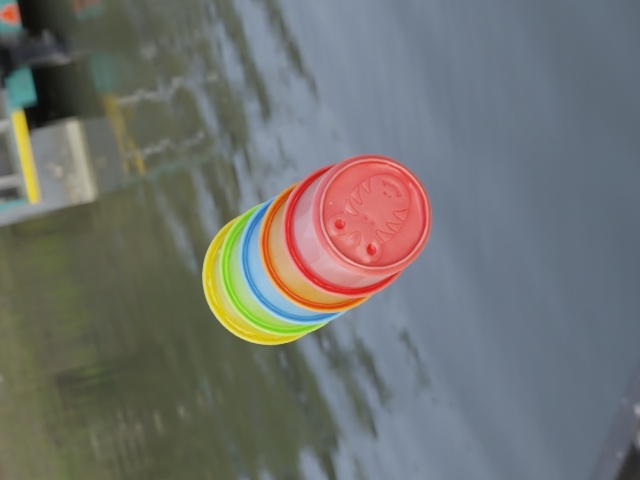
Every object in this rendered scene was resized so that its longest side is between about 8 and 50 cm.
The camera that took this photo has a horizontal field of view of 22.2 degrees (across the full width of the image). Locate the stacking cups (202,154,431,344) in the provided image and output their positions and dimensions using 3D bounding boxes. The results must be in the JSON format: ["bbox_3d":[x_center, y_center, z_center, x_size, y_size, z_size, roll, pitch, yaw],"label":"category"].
[{"bbox_3d":[0.000,0.000,0.976,0.316,0.096,0.096,144,112,-74],"label":"stacking cups"}]
